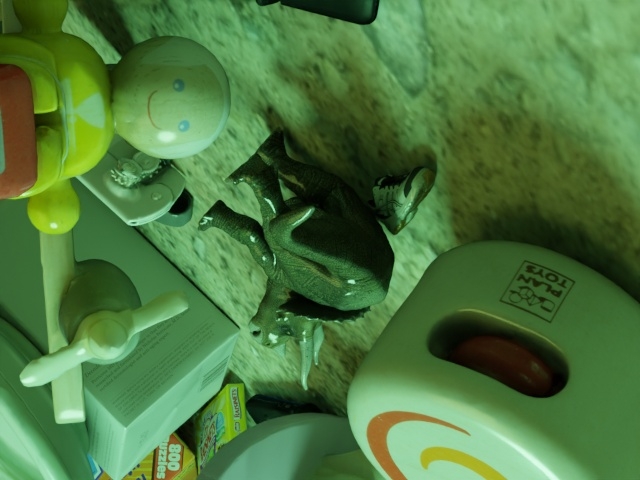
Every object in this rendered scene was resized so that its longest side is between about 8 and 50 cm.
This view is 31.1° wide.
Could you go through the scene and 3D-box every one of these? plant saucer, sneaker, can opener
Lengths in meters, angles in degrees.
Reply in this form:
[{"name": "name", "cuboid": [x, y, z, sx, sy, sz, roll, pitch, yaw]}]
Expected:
[{"name": "plant saucer", "cuboid": [-0.357, 0.186, 1.253, 0.400, 0.100, 0.401, 31, 142, 28]}, {"name": "sneaker", "cuboid": [0.053, -0.033, 0.814, 0.037, 0.032, 0.083, 44, 154, 8]}, {"name": "can opener", "cuboid": [-0.243, -0.105, 1.128, 0.280, 0.074, 0.093, 42, 154, 15]}]

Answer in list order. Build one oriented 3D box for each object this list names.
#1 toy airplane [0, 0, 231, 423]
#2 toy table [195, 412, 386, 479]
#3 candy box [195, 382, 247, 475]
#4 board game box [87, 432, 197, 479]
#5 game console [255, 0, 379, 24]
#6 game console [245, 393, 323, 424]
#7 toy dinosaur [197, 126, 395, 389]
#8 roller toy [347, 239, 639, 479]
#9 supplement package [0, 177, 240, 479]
[{"name": "toy airplane", "cuboid": [-0.193, -0.101, 0.844, 0.272, 0.385, 0.386, 0, 148, 9]}, {"name": "toy table", "cuboid": [0.036, 0.256, 1.024, 0.160, 0.274, 0.252, 6, 98, 45]}, {"name": "candy box", "cuboid": [-0.123, 0.249, 1.422, 0.206, 0.027, 0.105, 129, 140, -64]}, {"name": "board game box", "cuboid": [-0.417, 0.312, 1.586, 0.356, 0.356, 0.356, 45, 165, 8]}, {"name": "game console", "cuboid": [-0.009, -0.203, 0.701, 0.122, 0.071, 0.107, 98, 156, -57]}, {"name": "game console", "cuboid": [-0.003, 0.333, 1.229, 0.293, 0.173, 0.250, 56, 158, -13]}, {"name": "toy dinosaur", "cuboid": [0.000, 0.000, 0.854, 0.160, 0.121, 0.313, 41, 160, -3]}, {"name": "roller toy", "cuboid": [0.129, 0.100, 0.749, 0.191, 0.146, 0.209, 46, 150, -16]}, {"name": "supplement package", "cuboid": [-0.262, 0.090, 1.305, 0.293, 0.175, 0.177, 42, 150, 12]}]
